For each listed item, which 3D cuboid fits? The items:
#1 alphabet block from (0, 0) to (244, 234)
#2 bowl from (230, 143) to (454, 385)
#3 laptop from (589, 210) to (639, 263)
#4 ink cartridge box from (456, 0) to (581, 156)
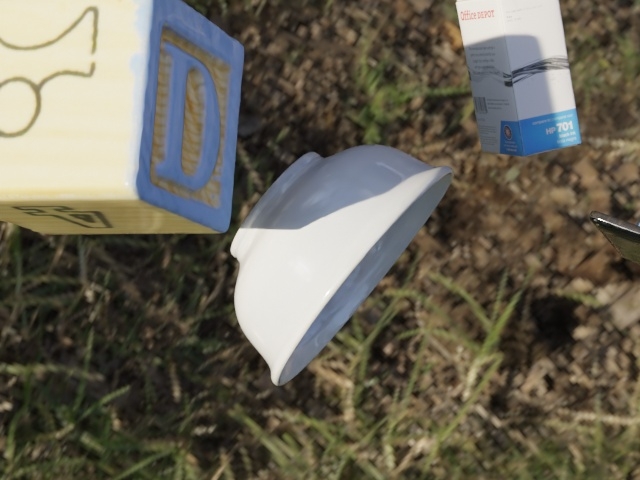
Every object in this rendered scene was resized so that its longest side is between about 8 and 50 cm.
[{"bbox_3d":[-0.200,-0.110,1.239,0.197,0.193,0.192,1,79,21],"label":"alphabet block"},{"bbox_3d":[0.000,0.000,1.467,0.134,0.298,0.298,40,53,8],"label":"bowl"},{"bbox_3d":[0.544,-0.031,1.525,0.382,0.408,0.236,21,89,22],"label":"laptop"},{"bbox_3d":[0.233,-0.201,1.642,0.082,0.139,0.190,-12,99,-13],"label":"ink cartridge box"}]
